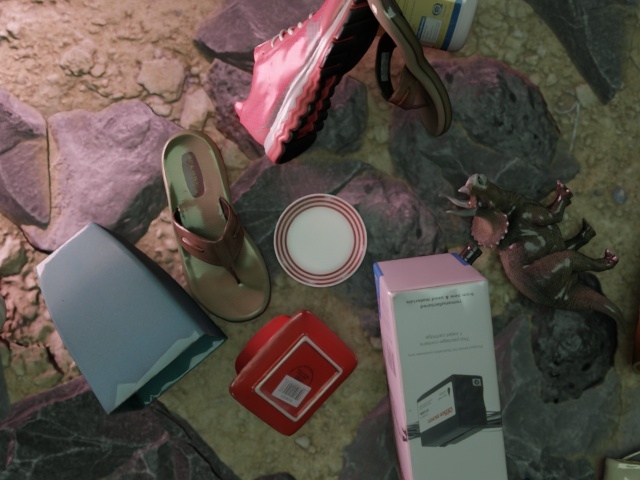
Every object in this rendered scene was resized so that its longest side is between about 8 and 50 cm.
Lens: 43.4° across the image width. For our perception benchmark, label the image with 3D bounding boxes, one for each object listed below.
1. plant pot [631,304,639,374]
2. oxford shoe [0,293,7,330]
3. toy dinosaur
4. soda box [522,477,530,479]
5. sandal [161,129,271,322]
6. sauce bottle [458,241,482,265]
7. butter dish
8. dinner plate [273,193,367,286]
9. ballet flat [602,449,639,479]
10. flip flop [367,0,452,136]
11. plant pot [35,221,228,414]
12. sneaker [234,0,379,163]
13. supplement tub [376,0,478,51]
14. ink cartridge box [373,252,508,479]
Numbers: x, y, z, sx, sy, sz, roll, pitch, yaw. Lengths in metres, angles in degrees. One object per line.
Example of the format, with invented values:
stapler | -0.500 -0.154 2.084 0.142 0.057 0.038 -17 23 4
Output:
plant pot | 0.560 0.057 1.126 0.237 0.237 0.255 6 73 0
oxford shoe | -0.652 0.153 1.165 0.449 0.169 0.130 -27 46 6
toy dinosaur | 0.327 0.015 1.185 0.160 0.121 0.314 -35 92 10
soda box | 0.243 0.438 1.168 0.210 0.067 0.071 -34 87 -1
sandal | -0.168 -0.019 1.185 0.120 0.086 0.303 -22 87 -1
sauce bottle | 0.191 0.058 1.204 0.042 0.042 0.128 39 85 2
butter dish | -0.055 0.173 1.165 0.160 0.118 0.160 -47 129 -4
dinner plate | 0.000 0.000 1.219 0.141 0.017 0.141 0 86 0
ballet flat | 0.532 0.331 1.172 0.248 0.086 0.086 -7 87 1
flip flop | 0.111 -0.238 1.122 0.080 0.277 0.112 -32 57 8
plant pot | -0.281 0.100 1.145 0.165 0.166 0.234 -40 81 -2
sneaker | -0.032 -0.259 1.136 0.136 0.116 0.314 41 122 13
supplement tub | 0.126 -0.365 1.175 0.199 0.144 0.145 12 87 0
ink cartridge box | 0.157 0.188 1.079 0.128 0.223 0.308 -7 98 -1
